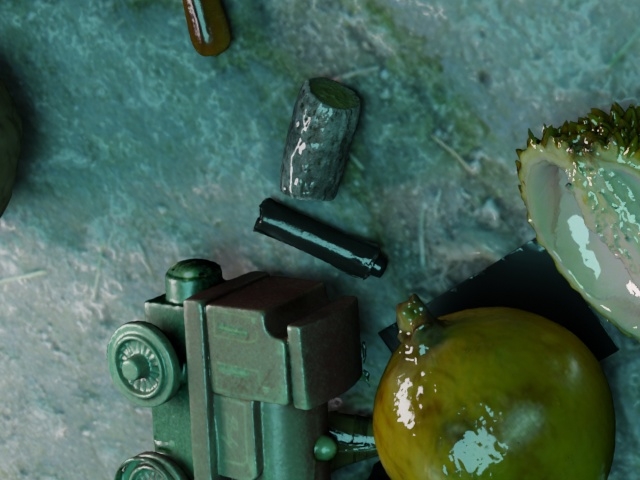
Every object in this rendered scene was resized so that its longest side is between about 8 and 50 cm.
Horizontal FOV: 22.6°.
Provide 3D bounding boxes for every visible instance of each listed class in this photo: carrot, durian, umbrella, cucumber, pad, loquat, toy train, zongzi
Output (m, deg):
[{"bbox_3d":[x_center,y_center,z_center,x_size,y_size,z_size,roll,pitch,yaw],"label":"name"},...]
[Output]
[{"bbox_3d":[-0.115,-0.259,1.442,0.037,0.037,0.190,-6,104,22],"label":"carrot"},{"bbox_3d":[0.275,-0.016,1.329,0.138,0.183,0.249,-41,86,-10],"label":"durian"},{"bbox_3d":[0.000,0.001,1.488,0.133,0.031,0.036,25,140,11],"label":"umbrella"},{"bbox_3d":[-0.004,-0.087,1.443,0.064,0.064,0.112,24,117,12],"label":"cucumber"},{"bbox_3d":[0.161,0.093,1.472,0.190,0.004,0.127,-33,94,25],"label":"pad"},{"bbox_3d":[0.138,0.146,1.382,0.213,0.213,0.246,-29,112,26],"label":"loquat"},{"bbox_3d":[-0.073,0.171,1.488,0.221,0.150,0.304,8,109,32],"label":"toy train"},{"bbox_3d":[0.037,0.206,1.539,0.076,0.040,0.083,10,122,10],"label":"zongzi"}]

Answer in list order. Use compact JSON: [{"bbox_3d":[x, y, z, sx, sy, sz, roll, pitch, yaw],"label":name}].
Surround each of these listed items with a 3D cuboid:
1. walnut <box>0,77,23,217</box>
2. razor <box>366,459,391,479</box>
[{"bbox_3d":[-0.407,-0.092,1.501,0.248,0.248,0.248,6,109,18],"label":"walnut"},{"bbox_3d":[0.056,0.366,1.542,0.189,0.107,0.327,32,115,4],"label":"razor"}]
